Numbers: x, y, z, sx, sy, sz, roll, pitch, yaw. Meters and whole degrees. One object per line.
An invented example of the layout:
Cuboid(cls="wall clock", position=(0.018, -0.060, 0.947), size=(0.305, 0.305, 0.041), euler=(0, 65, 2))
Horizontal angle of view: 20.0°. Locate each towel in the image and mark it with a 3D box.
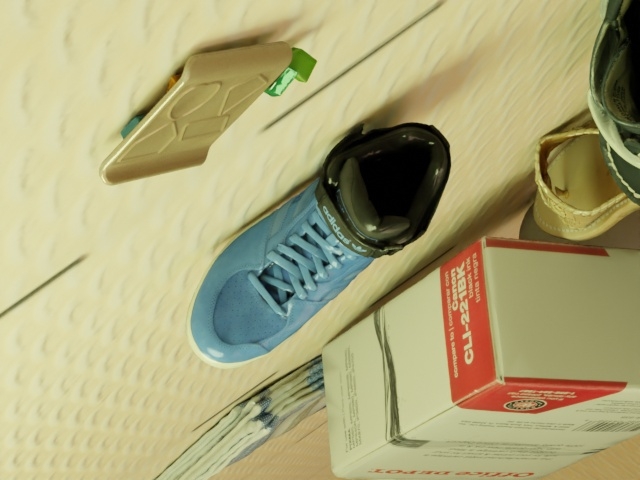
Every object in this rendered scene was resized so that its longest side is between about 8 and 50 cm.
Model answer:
Cuboid(cls="towel", position=(-0.017, 0.146, 1.603), size=(0.285, 0.034, 0.209), euler=(-26, 168, -45))

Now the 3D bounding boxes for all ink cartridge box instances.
Cuboid(cls="ink cartridge box", position=(0.145, 0.100, 1.386), size=(0.197, 0.114, 0.273), euler=(5, 157, -25))

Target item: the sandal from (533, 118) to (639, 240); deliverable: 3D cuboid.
Cuboid(cls="sandal", position=(0.184, -0.053, 1.216), size=(0.079, 0.088, 0.240), euler=(17, 172, -24))

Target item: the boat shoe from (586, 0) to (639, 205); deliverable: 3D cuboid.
Cuboid(cls="boat shoe", position=(0.179, -0.090, 0.918), size=(0.091, 0.114, 0.302), euler=(-33, 159, -17))

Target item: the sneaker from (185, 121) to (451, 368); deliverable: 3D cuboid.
Cuboid(cls="sneaker", position=(-0.001, -0.001, 0.844), size=(0.152, 0.058, 0.084), euler=(-38, 177, -11))

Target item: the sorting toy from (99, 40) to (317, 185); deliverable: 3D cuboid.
Cuboid(cls="sorting toy", position=(-0.036, -0.048, 0.634), size=(0.083, 0.012, 0.062), euler=(-17, 155, -52))

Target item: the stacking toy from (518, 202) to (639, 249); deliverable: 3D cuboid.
Cuboid(cls="stacking toy", position=(0.398, 0.043, 1.485), size=(0.480, 0.350, 0.350), euler=(8, 165, -3))
